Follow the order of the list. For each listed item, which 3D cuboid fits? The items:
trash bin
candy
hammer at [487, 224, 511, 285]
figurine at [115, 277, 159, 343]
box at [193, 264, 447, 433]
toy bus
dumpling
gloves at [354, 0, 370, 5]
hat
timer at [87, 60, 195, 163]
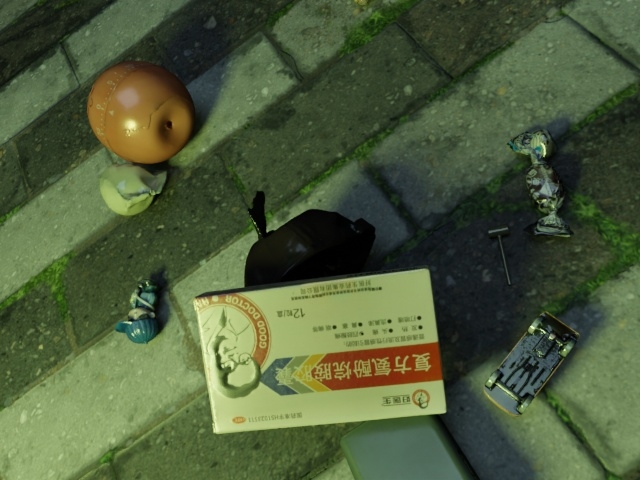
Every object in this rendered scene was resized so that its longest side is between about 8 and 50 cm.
[{"bbox_3d":[0.151,0.372,0.896,0.176,0.101,0.236,-34,55,7],"label":"trash bin"},{"bbox_3d":[0.388,-0.101,1.048,0.094,0.051,0.226,-20,58,25],"label":"candy"},{"bbox_3d":[0.319,0.025,1.033,0.035,0.019,0.110,-13,65,17],"label":"hammer"},{"bbox_3d":[-0.368,0.152,1.241,0.077,0.079,0.136,-27,34,34],"label":"figurine"},{"bbox_3d":[0.000,0.164,0.891,0.353,0.069,0.214,-7,94,9],"label":"box"},{"bbox_3d":[0.324,0.194,0.918,0.069,0.074,0.162,38,82,24],"label":"toy bus"},{"bbox_3d":[-0.432,-0.132,1.378,0.155,0.111,0.181,-27,61,-27],"label":"dumpling"},{"bbox_3d":[0.123,-0.619,1.379,0.110,0.094,0.144,34,90,43],"label":"gloves"},{"bbox_3d":[-0.074,0.071,1.057,0.209,0.238,0.336,28,89,28],"label":"hat"},{"bbox_3d":[-0.412,-0.293,1.364,0.215,0.229,0.230,24,77,29],"label":"timer"}]
